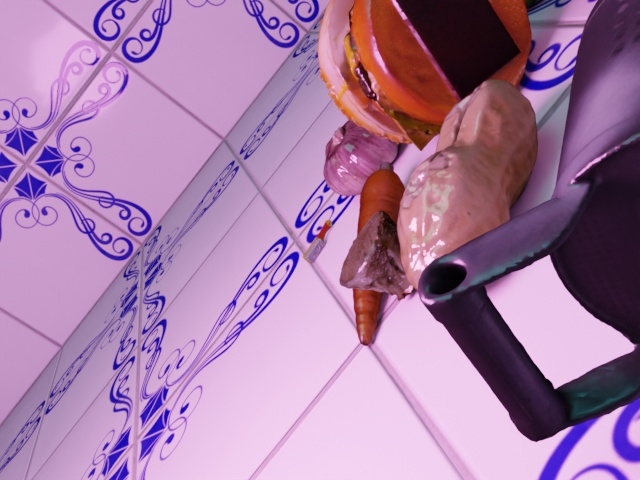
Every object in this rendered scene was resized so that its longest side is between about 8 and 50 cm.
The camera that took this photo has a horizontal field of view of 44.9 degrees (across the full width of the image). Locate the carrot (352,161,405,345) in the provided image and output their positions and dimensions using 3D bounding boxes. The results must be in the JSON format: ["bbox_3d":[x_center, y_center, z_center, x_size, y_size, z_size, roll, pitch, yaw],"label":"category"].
[{"bbox_3d":[0.075,0.009,1.065,0.069,0.069,0.336,-36,30,41],"label":"carrot"}]

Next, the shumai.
[{"bbox_3d":[0.084,0.025,0.960,0.099,0.087,0.124,-57,9,28],"label":"shumai"}]

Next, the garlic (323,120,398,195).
[{"bbox_3d":[0.063,-0.149,1.304,0.159,0.102,0.147,-49,20,12],"label":"garlic"}]

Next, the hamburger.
[{"bbox_3d":[0.140,-0.274,1.106,0.291,0.291,0.225,-60,17,-20],"label":"hamburger"}]

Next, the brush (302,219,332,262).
[{"bbox_3d":[0.000,0.000,1.313,0.021,0.019,0.083,4,59,57],"label":"brush"}]

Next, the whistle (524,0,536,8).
[{"bbox_3d":[0.276,-0.366,1.263,0.326,0.057,0.068,-34,23,44],"label":"whistle"}]

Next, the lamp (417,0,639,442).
[{"bbox_3d":[0.258,-0.067,0.518,0.374,0.205,0.272,-26,33,21],"label":"lamp"}]

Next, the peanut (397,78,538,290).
[{"bbox_3d":[0.166,-0.064,0.869,0.130,0.130,0.290,-27,29,52],"label":"peanut"}]
